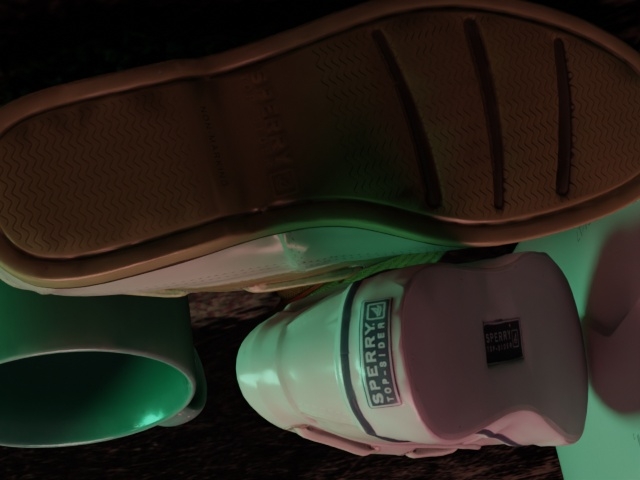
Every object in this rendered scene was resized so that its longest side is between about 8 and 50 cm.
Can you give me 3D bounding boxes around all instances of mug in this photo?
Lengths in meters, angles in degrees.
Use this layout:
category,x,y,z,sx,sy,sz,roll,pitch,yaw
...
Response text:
category,x,y,z,sx,sy,sz,roll,pitch,yaw
mug,-0.131,0.044,0.684,0.129,0.097,0.158,-8,154,-4

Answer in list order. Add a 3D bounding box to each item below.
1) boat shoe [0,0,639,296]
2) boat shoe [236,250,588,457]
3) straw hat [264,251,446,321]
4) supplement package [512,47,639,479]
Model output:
category,x,y,z,sx,sy,sz,roll,pitch,yaw
boat shoe,0.000,-0.038,0.579,0.302,0.113,0.103,-6,173,-11
boat shoe,0.052,0.049,0.589,0.084,0.095,0.258,-9,167,27
straw hat,0.000,0.000,0.676,0.144,0.144,0.061,-29,105,33
supplement package,0.219,0.031,0.657,0.145,0.204,0.262,-4,152,-13
